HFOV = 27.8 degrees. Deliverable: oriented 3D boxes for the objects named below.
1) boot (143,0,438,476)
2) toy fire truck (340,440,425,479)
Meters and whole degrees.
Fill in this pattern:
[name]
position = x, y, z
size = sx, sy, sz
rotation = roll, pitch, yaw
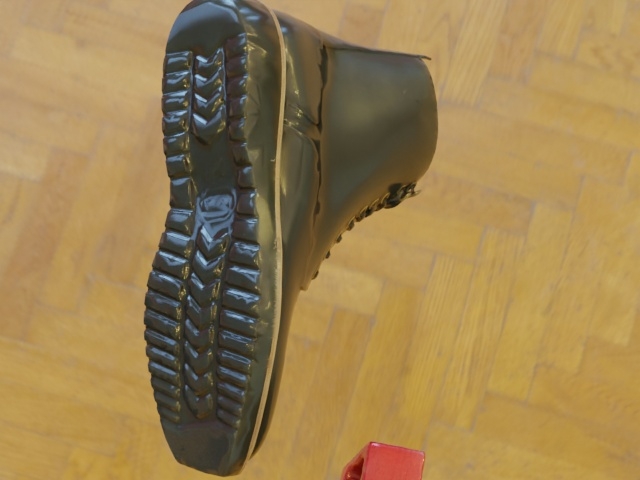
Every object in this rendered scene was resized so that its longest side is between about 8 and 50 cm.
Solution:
[boot]
position = 0.000, 0.000, 0.571
size = 0.077, 0.137, 0.197
rotation = 10, 96, 45
[toy fire truck]
position = 0.066, 0.165, 0.607
size = 0.135, 0.192, 0.047
rotation = 11, 56, 0
